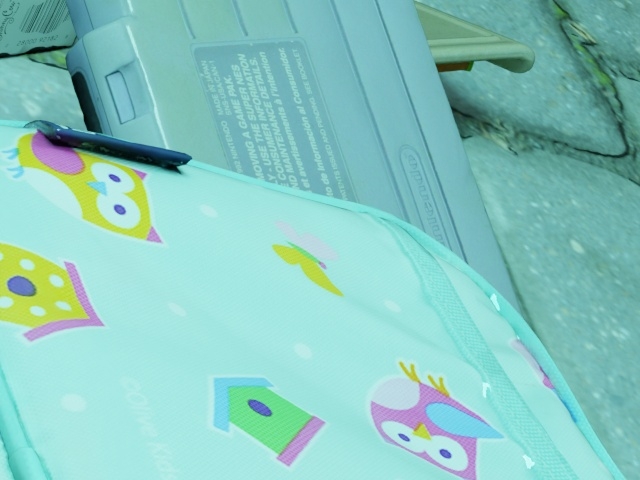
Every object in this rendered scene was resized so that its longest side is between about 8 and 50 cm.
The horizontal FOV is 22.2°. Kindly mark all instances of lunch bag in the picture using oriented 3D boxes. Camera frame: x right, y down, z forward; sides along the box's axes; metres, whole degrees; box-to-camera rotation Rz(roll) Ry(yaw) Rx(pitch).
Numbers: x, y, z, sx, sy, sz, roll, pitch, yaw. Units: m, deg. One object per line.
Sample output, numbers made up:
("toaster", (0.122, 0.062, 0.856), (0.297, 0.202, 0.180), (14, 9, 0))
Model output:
("lunch bag", (-0.002, 0.086, 0.408), (0.224, 0.108, 0.279), (11, 34, -34))

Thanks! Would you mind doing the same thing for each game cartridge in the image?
("game cartridge", (0.000, 0.000, 0.851), (0.230, 0.068, 0.355), (-11, 80, -43))

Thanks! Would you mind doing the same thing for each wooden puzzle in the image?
("wooden puzzle", (0.000, -0.154, 1.148), (0.238, 0.044, 0.221), (-4, 25, -46))

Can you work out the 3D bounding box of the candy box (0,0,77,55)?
("candy box", (-0.264, -0.178, 0.976), (0.159, 0.071, 0.233), (46, 36, 19))
